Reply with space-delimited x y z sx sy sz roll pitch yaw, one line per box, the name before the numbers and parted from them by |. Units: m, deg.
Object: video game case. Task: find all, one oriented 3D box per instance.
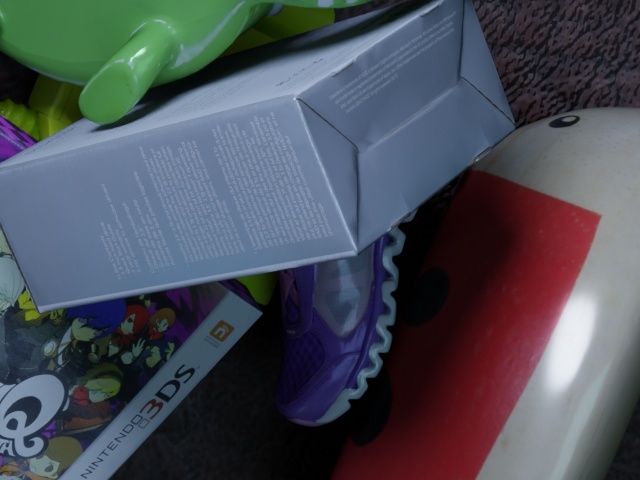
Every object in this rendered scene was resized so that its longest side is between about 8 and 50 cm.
video game case | -0.186 0.058 1.083 0.210 0.042 0.232 -47 126 8

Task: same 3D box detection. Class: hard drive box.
hard drive box | -0.039 -0.049 0.963 0.181 0.232 0.089 -37 111 -48

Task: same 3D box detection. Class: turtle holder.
turtle holder | -0.083 -0.220 0.961 0.227 0.320 0.243 -41 116 -48

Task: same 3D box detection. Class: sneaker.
sneaker | 0.000 0.000 1.124 0.104 0.095 0.236 17 87 -27

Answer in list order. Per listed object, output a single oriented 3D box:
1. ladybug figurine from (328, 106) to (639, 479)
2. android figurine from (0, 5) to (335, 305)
ladybug figurine | 0.119 0.105 1.182 0.162 0.305 0.449 23 83 5
android figurine | -0.081 -0.063 1.141 0.273 0.056 0.248 21 92 -31
